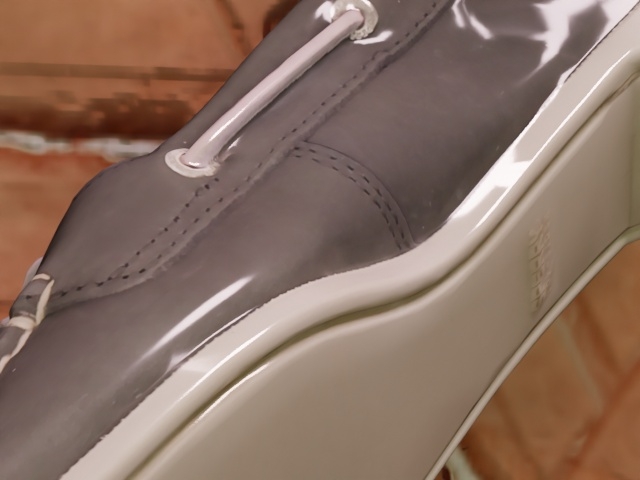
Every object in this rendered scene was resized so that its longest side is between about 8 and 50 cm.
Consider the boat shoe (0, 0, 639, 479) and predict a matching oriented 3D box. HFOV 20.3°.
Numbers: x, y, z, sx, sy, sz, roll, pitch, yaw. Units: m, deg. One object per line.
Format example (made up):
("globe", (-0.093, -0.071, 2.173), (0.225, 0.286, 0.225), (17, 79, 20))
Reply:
("boat shoe", (0.000, 0.000, 0.435), (0.335, 0.095, 0.112), (-40, 146, -30))
